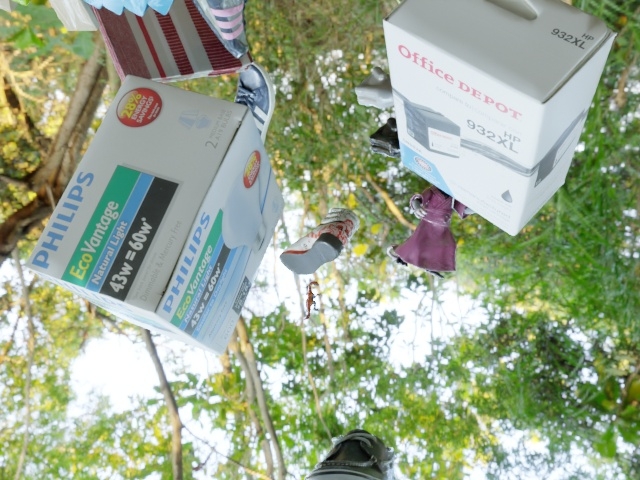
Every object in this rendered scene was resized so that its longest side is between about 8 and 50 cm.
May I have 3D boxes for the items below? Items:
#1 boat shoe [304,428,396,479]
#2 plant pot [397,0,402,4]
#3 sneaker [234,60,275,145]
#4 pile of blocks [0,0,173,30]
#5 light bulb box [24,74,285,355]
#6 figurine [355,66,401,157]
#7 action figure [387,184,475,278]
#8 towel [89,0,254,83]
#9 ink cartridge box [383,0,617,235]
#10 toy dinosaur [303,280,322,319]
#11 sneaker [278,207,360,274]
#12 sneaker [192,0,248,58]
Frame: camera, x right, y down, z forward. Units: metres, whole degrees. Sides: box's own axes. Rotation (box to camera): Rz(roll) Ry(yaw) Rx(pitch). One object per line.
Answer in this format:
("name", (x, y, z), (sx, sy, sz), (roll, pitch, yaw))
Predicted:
("boat shoe", (0.050, 0.359, 0.876), (0.121, 0.335, 0.119), (-7, -115, 13))
("plant pot", (0.340, -0.642, 1.617), (0.276, 0.254, 0.276), (-2, -117, 3))
("sneaker", (-0.240, -0.372, 1.715), (0.131, 0.350, 0.148), (32, -137, 24))
("pile of blocks", (-0.227, -0.310, 0.570), (0.362, 0.149, 0.113), (8, -122, 12))
("light bulb box", (-0.248, -0.023, 0.986), (0.225, 0.361, 0.358), (17, -107, 12))
("figurine", (0.186, -0.278, 1.276), (0.092, 0.215, 0.209), (-30, -147, -15))
("action figure", (0.400, -0.069, 1.884), (0.248, 0.370, 0.276), (14, -175, -9))
("towel", (-0.337, -0.480, 1.285), (0.329, 0.237, 0.037), (-21, 176, -34))
("ink cartridge box", (0.217, -0.172, 0.740), (0.223, 0.307, 0.129), (40, -102, 26))
("toy dinosaur", (-0.021, 0.153, 1.485), (0.047, 0.082, 0.090), (0, -150, 9))
("sneaker", (0.001, 0.001, 1.464), (0.145, 0.090, 0.270), (-53, -165, -30))
("sneaker", (-0.186, -0.497, 1.173), (0.131, 0.112, 0.319), (-33, 170, 3))
